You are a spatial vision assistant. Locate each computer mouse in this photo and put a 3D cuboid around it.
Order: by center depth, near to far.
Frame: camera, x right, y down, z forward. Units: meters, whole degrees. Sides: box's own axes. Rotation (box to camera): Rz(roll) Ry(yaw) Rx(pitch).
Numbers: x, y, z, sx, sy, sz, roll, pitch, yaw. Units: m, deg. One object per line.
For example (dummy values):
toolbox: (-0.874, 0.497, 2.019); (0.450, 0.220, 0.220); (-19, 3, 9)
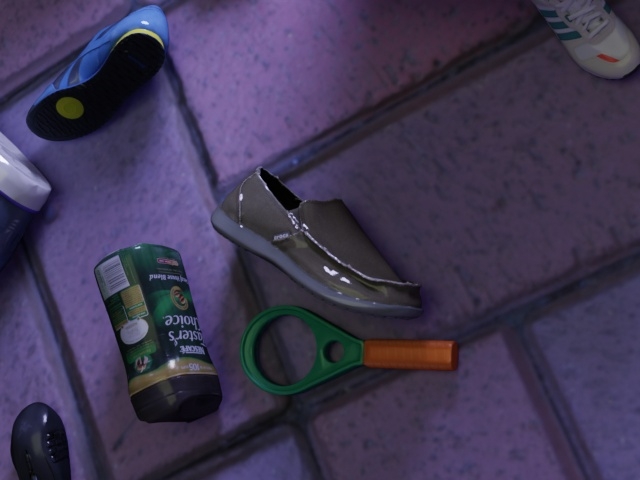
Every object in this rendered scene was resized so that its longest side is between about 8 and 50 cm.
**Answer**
computer mouse: (-0.302, 0.296, 1.313); (0.071, 0.041, 0.242); (-17, 75, 21)

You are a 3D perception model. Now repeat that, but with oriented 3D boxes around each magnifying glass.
magnifying glass: (0.024, 0.111, 1.201); (0.231, 0.026, 0.092); (-1, 81, 27)

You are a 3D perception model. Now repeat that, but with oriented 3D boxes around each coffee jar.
coffee jar: (-0.167, 0.100, 1.251); (0.079, 0.096, 0.184); (-26, 72, 22)

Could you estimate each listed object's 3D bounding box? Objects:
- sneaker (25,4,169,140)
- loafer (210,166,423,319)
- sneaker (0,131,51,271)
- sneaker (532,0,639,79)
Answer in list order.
sneaker: (-0.248, -0.189, 1.363); (0.209, 0.069, 0.082); (-34, 36, 26)
loafer: (0.000, 0.000, 1.189); (0.251, 0.094, 0.087); (29, 99, 26)
sneaker: (-0.485, -0.063, 1.406); (0.323, 0.130, 0.236); (42, 96, 19)
sneaker: (0.234, -0.216, 1.125); (0.057, 0.075, 0.161); (-40, 67, 14)
